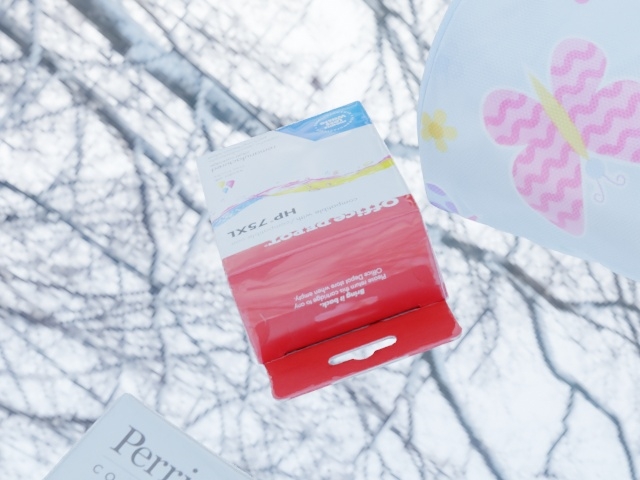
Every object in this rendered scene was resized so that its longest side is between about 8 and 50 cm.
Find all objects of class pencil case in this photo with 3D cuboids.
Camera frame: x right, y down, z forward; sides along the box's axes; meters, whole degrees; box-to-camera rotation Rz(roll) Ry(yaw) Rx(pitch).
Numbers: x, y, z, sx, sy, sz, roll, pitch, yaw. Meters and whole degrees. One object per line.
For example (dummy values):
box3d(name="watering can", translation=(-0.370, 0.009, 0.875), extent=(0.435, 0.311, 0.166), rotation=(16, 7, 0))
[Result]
box3d(name="pencil case", translation=(0.170, -0.028, 0.493), extent=(0.273, 0.113, 0.124), rotation=(22, -79, 25))

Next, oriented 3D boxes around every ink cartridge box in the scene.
box3d(name="ink cartridge box", translation=(0.000, 0.000, 0.925), extent=(0.134, 0.078, 0.231), rotation=(-20, -150, -2))

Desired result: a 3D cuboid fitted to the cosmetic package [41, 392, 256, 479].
box3d(name="cosmetic package", translation=(-0.075, 0.195, 0.539), extent=(0.151, 0.151, 0.184), rotation=(31, -122, 16))
